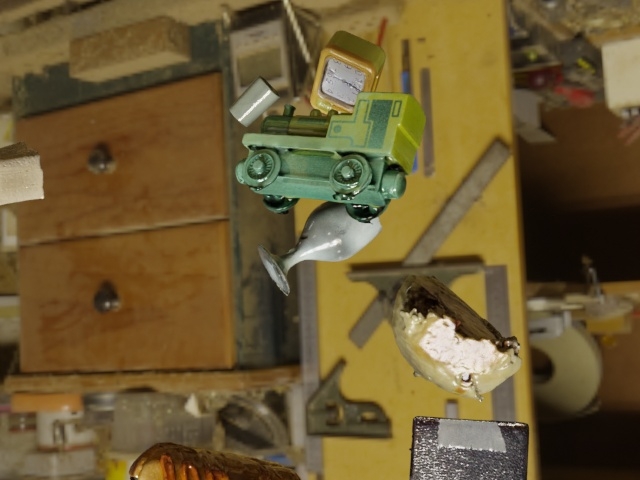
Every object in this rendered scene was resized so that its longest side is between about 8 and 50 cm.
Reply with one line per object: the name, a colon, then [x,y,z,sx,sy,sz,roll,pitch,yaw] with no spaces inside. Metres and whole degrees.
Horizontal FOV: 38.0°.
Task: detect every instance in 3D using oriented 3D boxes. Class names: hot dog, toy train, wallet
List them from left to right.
hot dog: [-0.142,0.375,1.290,0.117,0.158,0.349,39,-176,37]
toy train: [0.005,-0.171,1.809,0.368,0.237,0.150,7,164,28]
wallet: [0.270,0.456,1.718,0.220,0.262,0.071,3,-174,4]

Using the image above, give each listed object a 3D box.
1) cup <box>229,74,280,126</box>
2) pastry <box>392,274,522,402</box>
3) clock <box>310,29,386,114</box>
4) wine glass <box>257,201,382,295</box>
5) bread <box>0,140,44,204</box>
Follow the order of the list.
cup: [-0.124,-0.257,1.690,0.083,0.075,0.054,-43,133,11]
pastry: [0.233,0.187,1.743,0.256,0.170,0.237,31,-171,-7]
clock: [0.063,-0.380,2.193,0.143,0.096,0.202,27,143,8]
wine glass: [0.000,0.000,1.869,0.241,0.126,0.126,-31,-179,-12]
bread: [-0.494,-0.096,1.380,0.152,0.077,0.105,-9,-159,-33]
